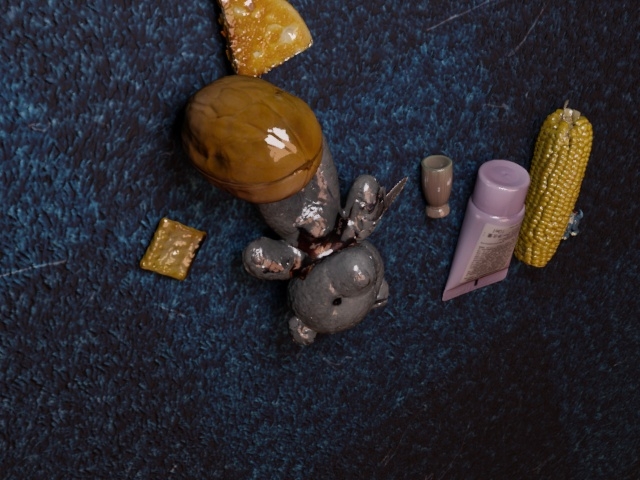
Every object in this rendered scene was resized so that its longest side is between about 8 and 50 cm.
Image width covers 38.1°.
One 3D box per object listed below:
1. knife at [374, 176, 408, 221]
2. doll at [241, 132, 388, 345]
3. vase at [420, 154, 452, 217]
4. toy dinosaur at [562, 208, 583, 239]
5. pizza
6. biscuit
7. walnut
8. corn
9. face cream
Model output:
[{"bbox_3d":[0.091,-0.041,1.536,0.170,0.010,0.023,-50,130,-4],"label":"knife"},{"bbox_3d":[0.005,0.005,1.403,0.246,0.158,0.340,-28,126,-22],"label":"doll"},{"bbox_3d":[0.196,-0.089,1.556,0.053,0.053,0.101,-23,128,-23],"label":"vase"},{"bbox_3d":[0.477,-0.032,1.791,0.083,0.030,0.047,-20,125,-26],"label":"toy dinosaur"},{"bbox_3d":[-0.088,-0.280,1.268,0.178,0.041,0.131,4,108,-36],"label":"pizza"},{"bbox_3d":[-0.215,0.013,1.349,0.081,0.018,0.083,20,101,-39],"label":"biscuit"},{"bbox_3d":[-0.095,-0.136,1.236,0.167,0.207,0.167,-41,145,-38],"label":"walnut"},{"bbox_3d":[0.419,-0.097,1.673,0.101,0.101,0.310,-4,115,-33],"label":"corn"},{"bbox_3d":[0.302,-0.010,1.657,0.154,0.096,0.274,-19,136,-28],"label":"face cream"}]
